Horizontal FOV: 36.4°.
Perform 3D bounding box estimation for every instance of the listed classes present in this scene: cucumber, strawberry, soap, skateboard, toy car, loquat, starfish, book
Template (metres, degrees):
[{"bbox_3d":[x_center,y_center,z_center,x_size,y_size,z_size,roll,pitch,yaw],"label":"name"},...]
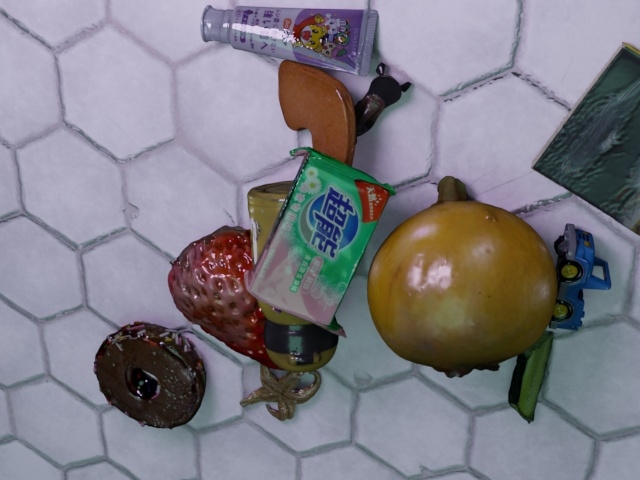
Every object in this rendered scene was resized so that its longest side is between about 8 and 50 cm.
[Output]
[{"bbox_3d":[0.395,0.272,1.877,0.046,0.070,0.220,30,128,38],"label":"cucumber"},{"bbox_3d":[-0.154,0.138,1.941,0.265,0.149,0.336,-32,105,30],"label":"strawberry"},{"bbox_3d":[0.000,-0.001,1.647,0.217,0.098,0.273,24,99,-10],"label":"soap"},{"bbox_3d":[0.088,-0.227,1.685,0.067,0.080,0.151,33,126,-9],"label":"skateboard"},{"bbox_3d":[0.456,0.071,1.718,0.100,0.097,0.191,8,121,6],"label":"toy car"},{"bbox_3d":[0.241,0.060,1.679,0.328,0.328,0.360,-8,74,23],"label":"loquat"},{"bbox_3d":[-0.091,0.327,2.084,0.209,0.053,0.150,-20,106,30],"label":"starfish"},{"bbox_3d":[0.576,-0.123,1.606,0.374,0.028,0.263,32,122,0],"label":"book"}]

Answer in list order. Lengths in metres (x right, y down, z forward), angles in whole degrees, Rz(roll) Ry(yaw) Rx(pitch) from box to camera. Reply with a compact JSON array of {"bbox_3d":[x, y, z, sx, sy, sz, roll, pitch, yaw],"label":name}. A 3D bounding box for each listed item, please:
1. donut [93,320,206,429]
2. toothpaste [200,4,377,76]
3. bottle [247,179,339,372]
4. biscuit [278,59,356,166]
[{"bbox_3d":[-0.369,0.293,2.133,0.269,0.103,0.270,8,119,16],"label":"donut"},{"bbox_3d":[-0.055,-0.355,1.668,0.299,0.073,0.114,9,93,12],"label":"toothpaste"},{"bbox_3d":[-0.044,0.072,1.798,0.171,0.171,0.351,3,104,18],"label":"bottle"},{"bbox_3d":[-0.012,-0.210,1.705,0.192,0.036,0.186,35,136,38],"label":"biscuit"}]
